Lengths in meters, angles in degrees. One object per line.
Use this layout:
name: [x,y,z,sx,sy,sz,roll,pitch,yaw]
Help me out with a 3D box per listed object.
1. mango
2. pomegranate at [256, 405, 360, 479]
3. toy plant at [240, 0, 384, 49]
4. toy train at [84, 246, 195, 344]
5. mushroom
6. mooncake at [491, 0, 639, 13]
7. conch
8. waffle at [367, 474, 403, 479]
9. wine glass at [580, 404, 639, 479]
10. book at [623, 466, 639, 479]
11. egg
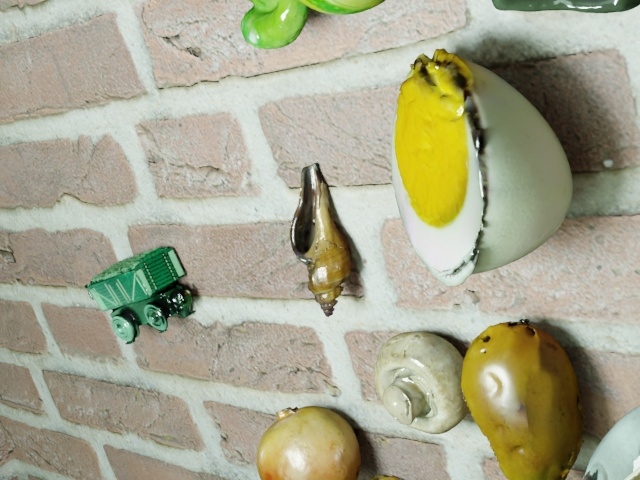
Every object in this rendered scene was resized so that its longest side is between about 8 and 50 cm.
mango: [0.279,0.231,1.429,0.156,0.151,0.248,-9,107,14]
pomegranate: [-0.017,0.380,1.839,0.191,0.191,0.191,27,132,34]
toy plant: [-0.034,-0.376,1.363,0.316,0.184,0.224,-1,102,56]
toy train: [-0.357,0.111,2.077,0.269,0.115,0.154,-16,107,52]
mushroom: [0.151,0.216,1.580,0.166,0.127,0.166,20,121,37]
mooncake: [0.262,-0.290,1.088,0.168,0.175,0.104,-102,2,-59]
conch: [-0.002,0.003,1.649,0.080,0.086,0.232,31,-140,-83]
waffle: [0.148,0.501,1.706,0.308,0.213,0.091,11,119,45]
wine glass: [0.429,0.259,1.263,0.190,0.190,0.357,33,132,29]
book: [0.452,0.386,1.207,0.310,0.021,0.217,34,127,-1]
egg: [0.201,-0.096,1.295,0.264,0.174,0.286,105,150,-46]
